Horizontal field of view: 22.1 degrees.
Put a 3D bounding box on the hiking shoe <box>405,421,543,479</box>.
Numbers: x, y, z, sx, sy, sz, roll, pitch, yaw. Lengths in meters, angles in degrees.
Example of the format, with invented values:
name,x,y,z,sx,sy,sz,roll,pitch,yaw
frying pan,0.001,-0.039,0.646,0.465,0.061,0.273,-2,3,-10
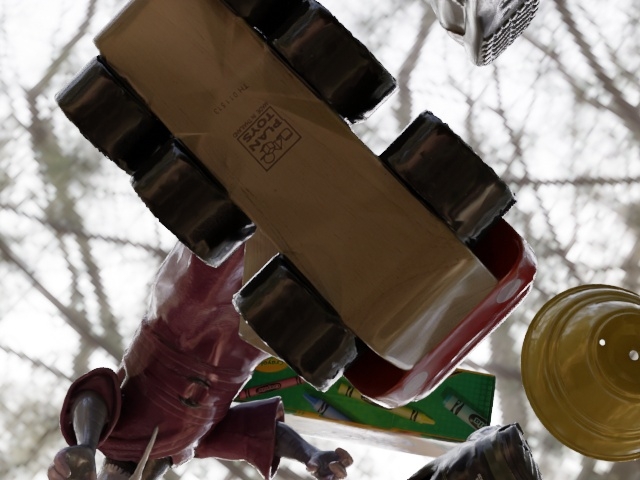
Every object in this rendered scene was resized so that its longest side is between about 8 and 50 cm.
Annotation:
name,x,y,z,sx,sy,sz,roll,pitch,yaw
hiking shoe,0.104,0.194,1.261,0.227,0.114,0.086,85,-16,-73

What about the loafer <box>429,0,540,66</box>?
name,x,y,z,sx,sy,sz,roll,pitch,yaw
loafer,0.153,-0.307,1.656,0.130,0.134,0.366,41,-20,16

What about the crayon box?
name,x,y,z,sx,sy,sz,roll,pitch,yaw
crayon box,0.041,0.173,1.786,0.278,0.081,0.165,10,-14,1

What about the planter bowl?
name,x,y,z,sx,sy,sz,roll,pitch,yaw
planter bowl,0.349,0.143,1.904,0.217,0.217,0.090,38,-21,1

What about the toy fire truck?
name,x,y,z,sx,sy,sz,roll,pitch,yaw
toy fire truck,0.000,0.000,0.804,0.217,0.158,0.246,46,4,27

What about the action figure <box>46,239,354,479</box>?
name,x,y,z,sx,sy,sz,roll,pitch,yaw
action figure,-0.113,0.083,1.315,0.248,0.370,0.276,21,20,-38
